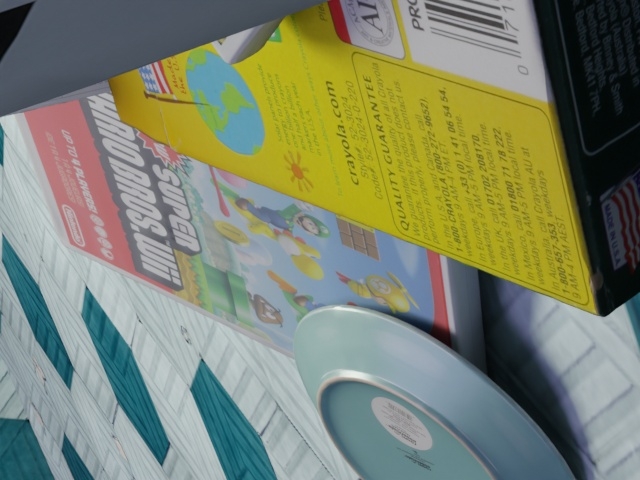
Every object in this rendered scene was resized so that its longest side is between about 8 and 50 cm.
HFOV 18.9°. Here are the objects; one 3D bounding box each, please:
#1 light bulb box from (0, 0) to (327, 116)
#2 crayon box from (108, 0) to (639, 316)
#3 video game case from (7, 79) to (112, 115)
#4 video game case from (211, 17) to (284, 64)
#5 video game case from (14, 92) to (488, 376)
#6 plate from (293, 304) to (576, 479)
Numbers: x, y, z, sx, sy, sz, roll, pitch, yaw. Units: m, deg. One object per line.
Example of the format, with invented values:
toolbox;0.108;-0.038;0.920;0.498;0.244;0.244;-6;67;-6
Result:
light bulb box;-0.058;-0.193;0.349;0.225;0.358;0.361;61;150;9
crayon box;0.005;-0.113;0.747;0.318;0.081;0.202;23;137;47
video game case;-0.111;-0.165;0.861;0.042;0.232;0.210;-97;-7;-58
video game case;-0.051;-0.176;0.664;0.190;0.022;0.173;55;151;6
video game case;-0.043;-0.013;0.995;0.285;0.025;0.204;24;149;25
plate;0.055;0.109;0.996;0.188;0.024;0.188;33;153;20
